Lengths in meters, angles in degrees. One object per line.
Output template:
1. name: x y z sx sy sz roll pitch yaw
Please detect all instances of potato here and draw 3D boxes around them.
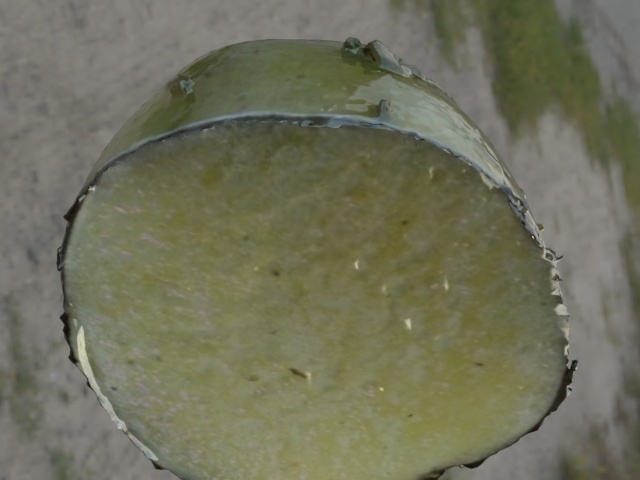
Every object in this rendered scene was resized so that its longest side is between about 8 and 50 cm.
1. potato: 0.000 0.000 0.589 0.117 0.182 0.202 -86 164 -46
